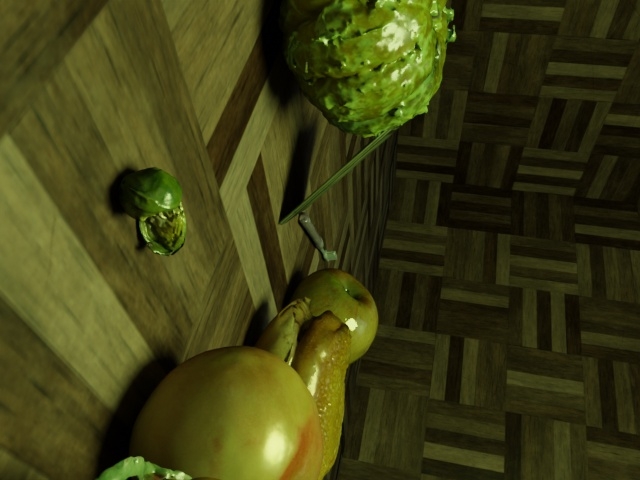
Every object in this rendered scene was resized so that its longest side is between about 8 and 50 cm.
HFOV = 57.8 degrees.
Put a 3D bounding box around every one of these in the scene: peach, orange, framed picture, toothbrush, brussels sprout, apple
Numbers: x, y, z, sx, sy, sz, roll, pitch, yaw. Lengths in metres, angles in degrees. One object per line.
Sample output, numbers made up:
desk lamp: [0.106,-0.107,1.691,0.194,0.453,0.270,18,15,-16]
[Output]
peach: [-0.082,0.184,0.533,0.184,0.184,0.184,8,90,-80]
orange: [0.057,-0.286,0.795,0.300,0.224,0.301,53,43,-50]
framed picture: [0.036,-0.113,0.964,0.231,0.010,0.173,-40,-178,16]
toothbrush: [0.000,0.000,1.217,0.354,0.029,0.024,58,28,-73]
brussels sprout: [-0.132,-0.026,0.466,0.083,0.046,0.050,99,0,-60]
apple: [0.016,0.146,1.052,0.155,0.183,0.182,-55,-179,23]

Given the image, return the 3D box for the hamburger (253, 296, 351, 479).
hamburger: [-0.047,0.221,0.831,0.157,0.144,0.282,18,78,-69]

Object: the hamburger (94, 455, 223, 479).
hamburger: [-0.127,0.250,0.329,0.246,0.170,0.245,-5,90,-78]
